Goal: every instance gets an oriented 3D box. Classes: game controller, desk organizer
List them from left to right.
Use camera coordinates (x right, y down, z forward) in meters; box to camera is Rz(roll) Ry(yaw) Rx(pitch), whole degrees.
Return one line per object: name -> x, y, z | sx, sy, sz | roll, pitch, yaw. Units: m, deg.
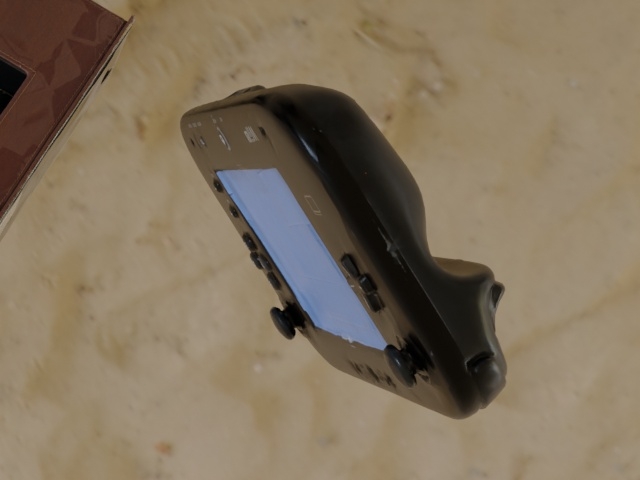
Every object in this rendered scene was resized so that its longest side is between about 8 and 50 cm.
desk organizer -> -0.125, -0.040, 0.724 | 0.050, 0.047, 0.130 | 31, 58, -3
game controller -> 0.000, 0.000, 0.944 | 0.067, 0.319, 0.166 | -42, 99, -8
